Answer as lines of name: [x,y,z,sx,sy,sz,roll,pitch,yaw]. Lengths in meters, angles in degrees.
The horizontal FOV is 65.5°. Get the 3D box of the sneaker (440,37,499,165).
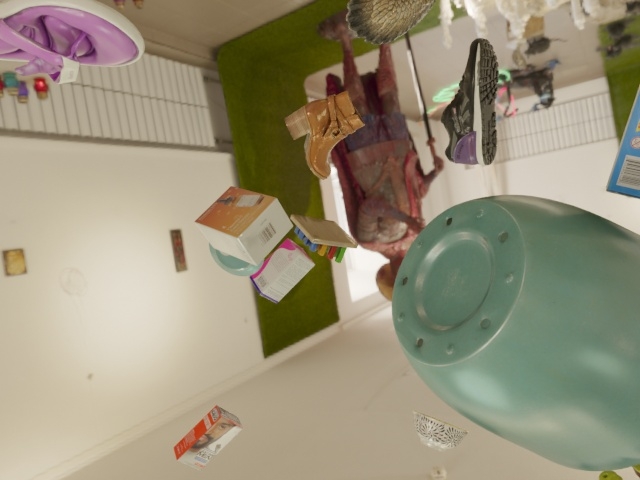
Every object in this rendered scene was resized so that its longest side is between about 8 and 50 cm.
sneaker: [0.334,-0.315,1.153,0.124,0.283,0.107,9,-161,39]

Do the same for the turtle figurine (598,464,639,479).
turtle figurine: [0.691,0.547,1.006,0.269,0.217,0.087,-35,177,23]

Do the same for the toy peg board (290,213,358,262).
toy peg board: [0.000,0.000,1.495,0.161,0.079,0.161,7,-156,-33]

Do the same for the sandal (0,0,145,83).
sandal: [-0.457,-0.305,0.804,0.416,0.102,0.169,9,172,24]

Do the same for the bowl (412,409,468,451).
bowl: [0.341,0.569,1.466,0.170,0.080,0.170,21,166,5]

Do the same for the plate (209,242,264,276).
plate: [-0.264,0.034,1.530,0.188,0.188,0.024,-9,-156,23]

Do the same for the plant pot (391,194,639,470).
plant pot: [0.226,0.083,0.560,0.235,0.293,0.293,24,164,-27]

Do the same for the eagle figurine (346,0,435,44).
eagle figurine: [0.199,-0.533,0.979,0.225,0.298,0.226,13,153,27]

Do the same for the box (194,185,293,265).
box: [-0.173,-0.037,1.116,0.170,0.091,0.130,17,-122,42]

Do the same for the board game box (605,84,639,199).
board game box: [0.491,-0.232,0.646,0.086,0.308,0.302,22,-148,32]

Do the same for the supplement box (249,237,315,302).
supplement box: [-0.148,0.118,1.931,0.220,0.111,0.114,-46,138,7]

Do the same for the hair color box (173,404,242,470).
hair color box: [-0.308,0.543,1.368,0.167,0.093,0.053,-45,-143,-2]

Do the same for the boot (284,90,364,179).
boot: [0.028,-0.229,1.108,0.152,0.073,0.197,-22,138,11]
